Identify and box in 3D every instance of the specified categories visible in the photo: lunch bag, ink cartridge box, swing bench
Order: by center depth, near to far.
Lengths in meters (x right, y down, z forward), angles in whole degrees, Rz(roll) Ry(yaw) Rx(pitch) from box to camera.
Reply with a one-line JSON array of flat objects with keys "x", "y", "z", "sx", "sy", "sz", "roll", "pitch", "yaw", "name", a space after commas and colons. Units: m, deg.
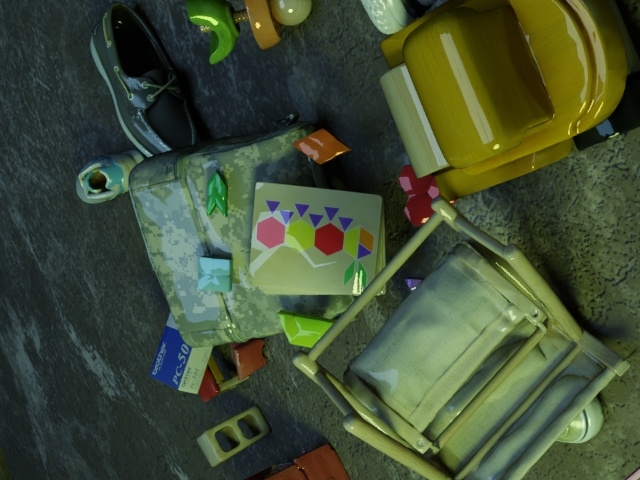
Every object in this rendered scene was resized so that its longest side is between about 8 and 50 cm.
[{"x": 0.157, "y": 0.138, "z": 1.044, "sx": 0.255, "sy": 0.253, "sz": 0.165, "roll": 42, "pitch": -179, "yaw": -32, "name": "swing bench"}, {"x": -0.091, "y": -0.009, "z": 1.347, "sx": 0.256, "sy": 0.212, "sz": 0.305, "roll": -12, "pitch": 99, "yaw": 27, "name": "lunch bag"}, {"x": -0.222, "y": 0.151, "z": 1.613, "sx": 0.097, "sy": 0.046, "sz": 0.207, "roll": 11, "pitch": 82, "yaw": 48, "name": "ink cartridge box"}]

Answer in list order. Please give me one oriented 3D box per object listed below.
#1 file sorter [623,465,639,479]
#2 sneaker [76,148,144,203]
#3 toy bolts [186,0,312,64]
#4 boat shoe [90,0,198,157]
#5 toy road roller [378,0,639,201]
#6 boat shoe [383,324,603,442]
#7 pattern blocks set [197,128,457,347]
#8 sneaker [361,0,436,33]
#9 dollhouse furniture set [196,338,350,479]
[{"x": 0.454, "y": 0.274, "z": 0.879, "sx": 0.290, "sy": 0.182, "sz": 0.202, "roll": 49, "pitch": 138, "yaw": 21, "name": "file sorter"}, {"x": -0.414, "y": -0.116, "z": 1.757, "sx": 0.229, "sy": 0.092, "sz": 0.087, "roll": -16, "pitch": 97, "yaw": 52, "name": "sneaker"}, {"x": -0.113, "y": -0.391, "z": 1.261, "sx": 0.228, "sy": 0.159, "sz": 0.218, "roll": 65, "pitch": -167, "yaw": -46, "name": "toy bolts"}, {"x": -0.284, "y": -0.253, "z": 1.531, "sx": 0.305, "sy": 0.109, "sz": 0.091, "roll": 59, "pitch": 145, "yaw": 16, "name": "boat shoe"}, {"x": 0.160, "y": -0.156, "z": 0.964, "sx": 0.330, "sy": 0.241, "sz": 0.202, "roll": -21, "pitch": 91, "yaw": 51, "name": "toy road roller"}, {"x": 0.207, "y": 0.173, "z": 1.183, "sx": 0.302, "sy": 0.094, "sz": 0.109, "roll": 28, "pitch": 127, "yaw": 38, "name": "boat shoe"}, {"x": 0.000, "y": 0.000, "z": 1.220, "sx": 0.325, "sy": 0.026, "sz": 0.285, "roll": 15, "pitch": 101, "yaw": 10, "name": "pattern blocks set"}, {"x": 0.112, "y": -0.384, "z": 0.992, "sx": 0.137, "sy": 0.210, "sz": 0.365, "roll": 53, "pitch": -160, "yaw": -49, "name": "sneaker"}, {"x": -0.124, "y": 0.329, "z": 1.587, "sx": 0.201, "sy": 0.152, "sz": 0.374, "roll": -39, "pitch": 77, "yaw": 50, "name": "dollhouse furniture set"}]
